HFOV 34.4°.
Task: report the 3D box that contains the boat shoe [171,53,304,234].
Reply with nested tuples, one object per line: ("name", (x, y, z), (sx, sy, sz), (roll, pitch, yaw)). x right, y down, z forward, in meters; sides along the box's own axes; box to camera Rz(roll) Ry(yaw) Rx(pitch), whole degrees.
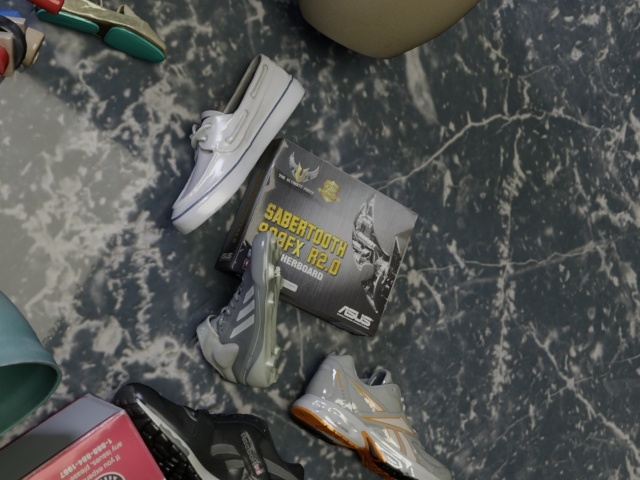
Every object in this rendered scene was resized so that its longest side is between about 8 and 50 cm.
("boat shoe", (-0.119, -0.122, 1.269), (0.084, 0.095, 0.258), (42, 59, -18))

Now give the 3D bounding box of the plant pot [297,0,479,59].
("plant pot", (0.074, -0.343, 1.301), (0.284, 0.284, 0.191), (16, 115, -29))

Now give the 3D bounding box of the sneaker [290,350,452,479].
("sneaker", (0.090, 0.242, 1.372), (0.262, 0.099, 0.121), (37, 67, -25))

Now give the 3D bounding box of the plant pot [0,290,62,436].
("plant pot", (-0.427, 0.110, 0.993), (0.293, 0.293, 0.196), (-23, 74, -28))

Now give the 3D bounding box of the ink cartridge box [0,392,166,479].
("ink cartridge box", (-0.255, 0.408, 1.128), (0.279, 0.160, 0.385), (-34, 105, -26))

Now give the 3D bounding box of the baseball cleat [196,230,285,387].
("baseball cleat", (-0.097, 0.085, 1.244), (0.109, 0.072, 0.206), (5, 108, 10))

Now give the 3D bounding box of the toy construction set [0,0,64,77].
("toy construction set", (-0.427, -0.188, 1.033), (0.237, 0.257, 0.309), (28, 54, -14))

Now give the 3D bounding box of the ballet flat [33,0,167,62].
("ballet flat", (-0.250, -0.262, 1.210), (0.168, 0.057, 0.052), (19, 70, -29))

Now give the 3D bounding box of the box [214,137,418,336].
("box", (0.000, 0.000, 1.345), (0.231, 0.056, 0.183), (28, 76, -27))

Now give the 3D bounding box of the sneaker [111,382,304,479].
("sneaker", (-0.132, 0.247, 1.255), (0.283, 0.107, 0.124), (49, 52, -24))
